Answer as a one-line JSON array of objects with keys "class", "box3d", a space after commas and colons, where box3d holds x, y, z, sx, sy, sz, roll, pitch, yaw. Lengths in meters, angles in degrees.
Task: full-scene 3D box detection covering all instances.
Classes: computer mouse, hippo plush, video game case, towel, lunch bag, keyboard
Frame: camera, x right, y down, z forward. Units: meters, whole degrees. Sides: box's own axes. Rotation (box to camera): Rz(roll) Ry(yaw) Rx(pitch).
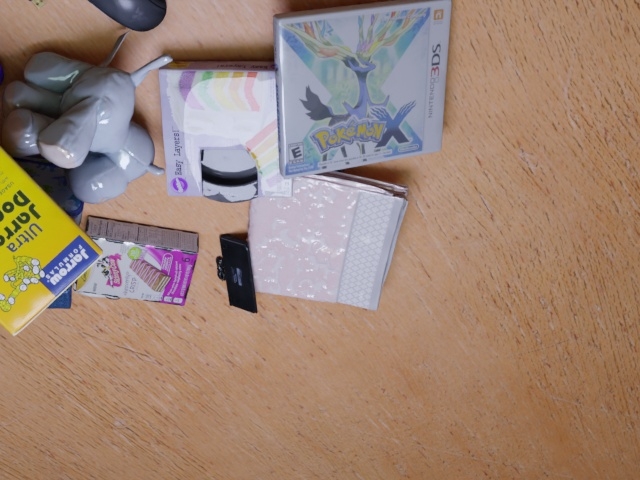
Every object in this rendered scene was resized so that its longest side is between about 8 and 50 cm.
[{"class": "computer mouse", "box3d": [-0.393, -0.420, 1.348, 0.184, 0.060, 0.262, -31, 126, 15]}, {"class": "hippo plush", "box3d": [-0.409, -0.204, 1.463, 0.294, 0.234, 0.237, -47, 152, -18]}, {"class": "video game case", "box3d": [0.078, -0.276, 1.475, 0.328, 0.036, 0.300, -12, 123, -17]}, {"class": "towel", "box3d": [0.000, 0.000, 1.716, 0.316, 0.053, 0.332, 10, 127, -1]}, {"class": "lunch bag", "box3d": [-0.554, -0.090, 1.518, 0.218, 0.176, 0.090, 9, 126, -18]}, {"class": "keyboard", "box3d": [-0.184, 0.071, 1.771, 0.108, 0.023, 0.180, 15, 125, 31]}, {"class": "towel", "box3d": [-0.604, 0.122, 1.774, 0.119, 0.029, 0.067, 3, 129, -11]}]

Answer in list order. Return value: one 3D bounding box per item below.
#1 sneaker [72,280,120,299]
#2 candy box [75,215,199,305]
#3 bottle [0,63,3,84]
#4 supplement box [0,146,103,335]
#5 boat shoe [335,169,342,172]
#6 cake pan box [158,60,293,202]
[{"class": "sneaker", "box3d": [-0.487, 0.106, 1.778, 0.109, 0.040, 0.044, 20, 140, -18]}, {"class": "candy box", "box3d": [-0.386, 0.047, 1.718, 0.233, 0.071, 0.159, 9, 127, -15]}, {"class": "bottle", "box3d": [-0.638, -0.362, 1.337, 0.118, 0.092, 0.283, -15, 129, 6]}, {"class": "supplement box", "box3d": [-0.555, -0.046, 1.320, 0.195, 0.194, 0.356, -45, 107, -14]}, {"class": "boat shoe", "box3d": [0.077, -0.179, 1.623, 0.142, 0.049, 0.040, -23, 134, 19]}, {"class": "cake pan box", "box3d": [-0.170, -0.201, 1.519, 0.245, 0.070, 0.267, 3, 120, -1]}]
